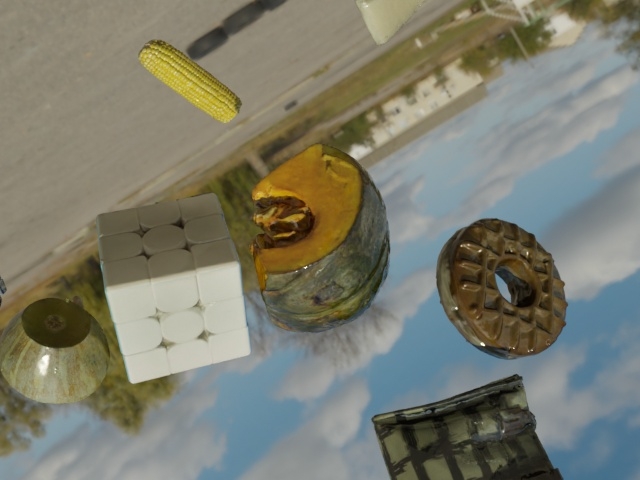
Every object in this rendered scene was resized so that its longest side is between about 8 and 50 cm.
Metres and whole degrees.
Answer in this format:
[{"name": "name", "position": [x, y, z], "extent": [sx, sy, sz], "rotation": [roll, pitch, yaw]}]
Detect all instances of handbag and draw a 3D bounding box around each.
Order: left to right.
[{"name": "handbag", "position": [0.296, 0.457, 1.602], "extent": [0.327, 0.325, 0.162], "rotation": [-20, 147, 2]}]

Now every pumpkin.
[{"name": "pumpkin", "position": [-0.514, 0.199, 1.602], "extent": [0.217, 0.217, 0.110], "rotation": [-36, 165, -38]}, {"name": "pumpkin", "position": [0.000, 0.000, 1.484], "extent": [0.256, 0.303, 0.225], "rotation": [-12, 147, 5]}]

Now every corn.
[{"name": "corn", "position": [-0.288, -0.354, 1.813], "extent": [0.081, 0.248, 0.081], "rotation": [-42, -153, 28]}]

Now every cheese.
[{"name": "cheese", "position": [0.196, -0.437, 1.152], "extent": [0.400, 0.085, 0.034], "rotation": [-48, -141, -12]}]

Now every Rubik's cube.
[{"name": "Rubik's cube", "position": [-0.337, 0.103, 1.881], "extent": [0.291, 0.290, 0.291], "rotation": [-13, -140, -13]}]

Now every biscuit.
[{"name": "biscuit", "position": [0.398, 0.104, 1.791], "extent": [0.332, 0.332, 0.103], "rotation": [-36, 178, -37]}]

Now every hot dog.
[{"name": "hot dog", "position": [-0.544, 0.164, 1.849], "extent": [0.028, 0.044, 0.137], "rotation": [0, -151, -23]}]

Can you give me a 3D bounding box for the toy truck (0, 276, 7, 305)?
[{"name": "toy truck", "position": [-0.690, 0.088, 1.484], "extent": [0.213, 0.177, 0.161], "rotation": [-18, -169, -13]}]
